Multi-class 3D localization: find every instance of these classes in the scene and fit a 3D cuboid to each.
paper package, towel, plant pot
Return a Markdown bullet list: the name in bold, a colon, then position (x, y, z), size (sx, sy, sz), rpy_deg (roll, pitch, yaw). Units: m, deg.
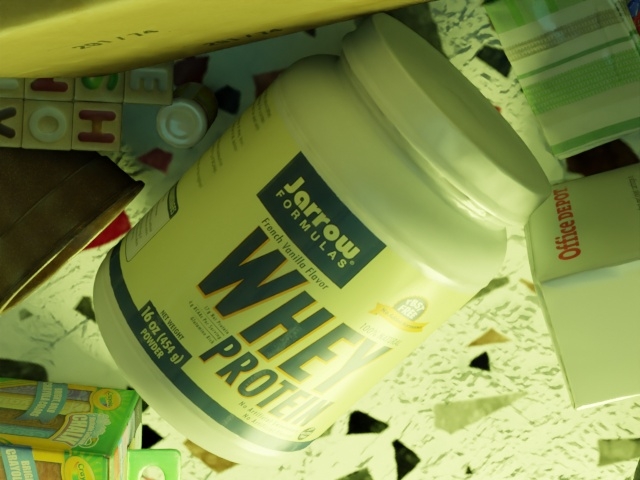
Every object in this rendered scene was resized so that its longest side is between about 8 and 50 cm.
- **paper package**: position (-0.113, -0.216, 0.909), size (0.324, 0.309, 0.168), rpy_deg (-10, 92, 26)
- **towel**: position (0.211, -0.148, 1.131), size (0.113, 0.023, 0.152), rpy_deg (-20, 107, 32)
- **plant pot**: position (-0.265, -0.053, 1.166), size (0.167, 0.167, 0.165), rpy_deg (-41, 93, 17)

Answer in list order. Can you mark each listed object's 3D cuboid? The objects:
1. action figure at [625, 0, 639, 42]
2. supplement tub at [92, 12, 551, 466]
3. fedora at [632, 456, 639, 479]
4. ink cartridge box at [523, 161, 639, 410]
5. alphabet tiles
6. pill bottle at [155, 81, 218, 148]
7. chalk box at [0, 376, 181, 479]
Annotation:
- **action figure**: position (0.258, -0.217, 1.112), size (0.030, 0.038, 0.115), rpy_deg (-1, 112, 30)
- **supplement tub**: position (0.000, 0.000, 1.109), size (0.235, 0.235, 0.325), rpy_deg (43, 108, -9)
- **fedora**: position (0.402, 0.291, 1.194), size (0.334, 0.334, 0.152), rpy_deg (23, 144, -2)
- **ink cartridge box**: position (0.317, 0.008, 1.094), size (0.289, 0.211, 0.122), rpy_deg (-15, 109, 12)
- **alphabet tiles**: position (-0.215, -0.191, 1.105), size (0.198, 0.009, 0.237), rpy_deg (2, 85, -5)
- **pill bottle**: position (-0.111, -0.109, 1.162), size (0.043, 0.083, 0.043), rpy_deg (2, 110, 5)
- **chalk box**: position (-0.236, 0.217, 1.264), size (0.213, 0.132, 0.132), rpy_deg (5, 110, 4)
